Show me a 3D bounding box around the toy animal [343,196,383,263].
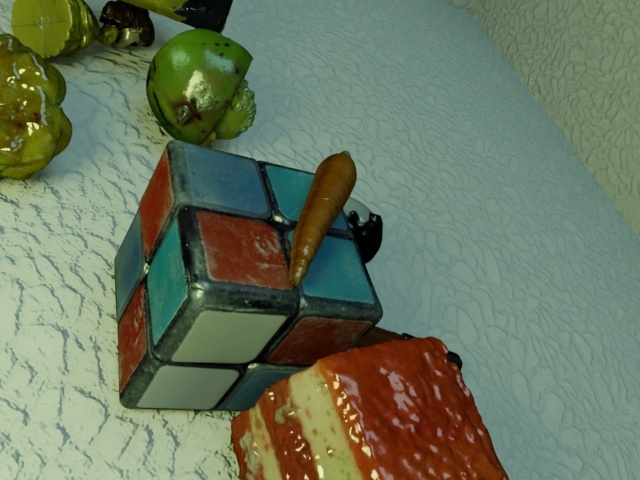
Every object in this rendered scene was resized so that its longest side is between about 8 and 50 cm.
[{"bbox_3d":[0.004,-0.007,1.322,0.235,0.165,0.187,-8,35,-45],"label":"toy animal"}]

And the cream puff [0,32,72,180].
[{"bbox_3d":[-0.575,-0.223,1.082,0.281,0.185,0.282,1,82,-11],"label":"cream puff"}]

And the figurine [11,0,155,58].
[{"bbox_3d":[-0.516,-0.495,1.433,0.315,0.187,0.168,-21,86,-58],"label":"figurine"}]

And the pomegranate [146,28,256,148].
[{"bbox_3d":[-0.263,-0.359,1.400,0.260,0.260,0.341,21,34,-21],"label":"pomegranate"}]

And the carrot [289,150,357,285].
[{"bbox_3d":[0.000,-0.046,0.936,0.069,0.069,0.336,32,42,-8],"label":"carrot"}]

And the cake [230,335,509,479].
[{"bbox_3d":[0.057,0.316,0.898,0.270,0.319,0.269,2,51,-39],"label":"cake"}]

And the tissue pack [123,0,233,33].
[{"bbox_3d":[-0.393,-0.665,1.378,0.416,0.264,0.253,9,25,-40],"label":"tissue pack"}]

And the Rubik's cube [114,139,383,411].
[{"bbox_3d":[-0.137,0.071,0.999,0.316,0.313,0.318,10,44,-33],"label":"Rubik's cube"}]

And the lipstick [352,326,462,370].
[{"bbox_3d":[0.127,0.211,1.231,0.418,0.077,0.077,22,39,-33],"label":"lipstick"}]
